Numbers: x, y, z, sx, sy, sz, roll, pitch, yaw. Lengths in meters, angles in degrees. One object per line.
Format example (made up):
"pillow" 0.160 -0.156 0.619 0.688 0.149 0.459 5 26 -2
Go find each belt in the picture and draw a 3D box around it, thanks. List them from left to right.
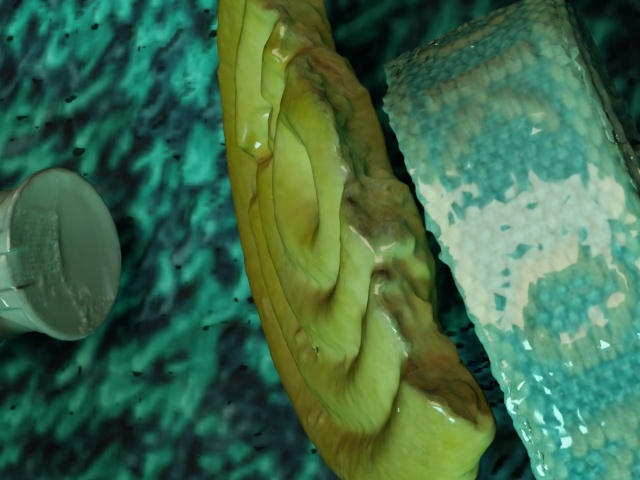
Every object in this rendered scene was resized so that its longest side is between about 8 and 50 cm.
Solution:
"belt" 0.083 0.006 0.610 0.082 0.147 0.163 -22 108 11

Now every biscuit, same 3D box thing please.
"biscuit" -0.001 0.000 0.657 0.033 0.144 0.224 -9 58 -16

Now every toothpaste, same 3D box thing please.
"toothpaste" -0.218 0.022 0.800 0.299 0.073 0.114 -7 86 33
